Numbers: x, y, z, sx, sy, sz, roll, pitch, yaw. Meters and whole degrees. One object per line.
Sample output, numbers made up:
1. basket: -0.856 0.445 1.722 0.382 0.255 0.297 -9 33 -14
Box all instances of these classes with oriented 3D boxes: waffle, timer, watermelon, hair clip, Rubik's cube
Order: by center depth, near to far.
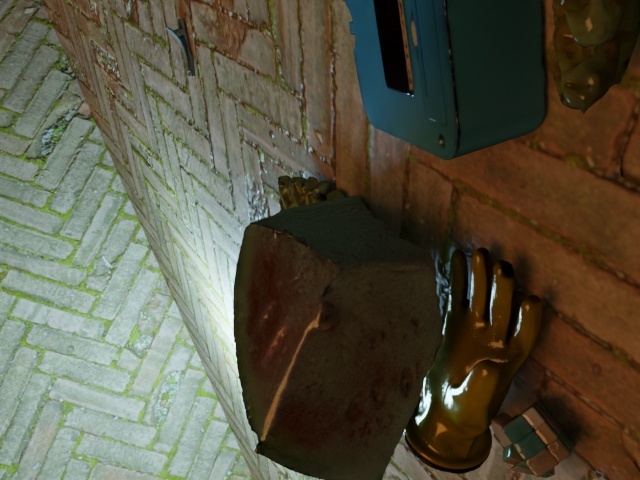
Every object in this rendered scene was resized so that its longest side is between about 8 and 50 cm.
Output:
1. waffle: 0.161 -0.186 0.348 0.054 0.223 0.204 -2 106 22
2. timer: 0.101 -0.217 0.595 0.250 0.091 0.232 -136 30 -62
3. Rubik's cube: 0.233 0.225 0.666 0.084 0.073 0.075 30 -158 -48
4. watermelon: 0.037 0.083 0.733 0.258 0.228 0.387 -32 49 48
5. waffle: 0.000 0.000 0.977 0.208 0.054 0.214 30 134 49
6. hair clip: -0.286 -0.393 1.233 0.030 0.039 0.115 34 143 58

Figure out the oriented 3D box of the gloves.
1. gloves: 0.174 0.134 0.705 0.133 0.116 0.294 39 138 39
